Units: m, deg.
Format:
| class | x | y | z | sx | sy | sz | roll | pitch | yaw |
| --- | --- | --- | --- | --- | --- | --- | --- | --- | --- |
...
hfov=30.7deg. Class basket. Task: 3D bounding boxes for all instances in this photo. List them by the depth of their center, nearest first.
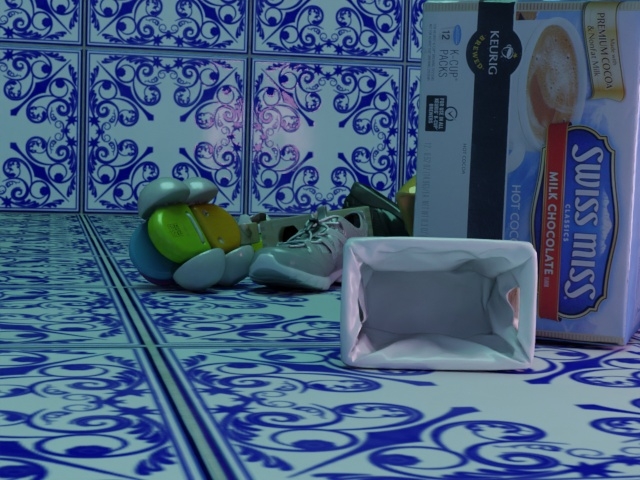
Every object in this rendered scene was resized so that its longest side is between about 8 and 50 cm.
| class | x | y | z | sx | sy | sz | roll | pitch | yaw |
| --- | --- | --- | --- | --- | --- | --- | --- | --- | --- |
| basket | 0.101 | 0.054 | 1.041 | 0.167 | 0.113 | 0.103 | 1 | 0 | 0 |

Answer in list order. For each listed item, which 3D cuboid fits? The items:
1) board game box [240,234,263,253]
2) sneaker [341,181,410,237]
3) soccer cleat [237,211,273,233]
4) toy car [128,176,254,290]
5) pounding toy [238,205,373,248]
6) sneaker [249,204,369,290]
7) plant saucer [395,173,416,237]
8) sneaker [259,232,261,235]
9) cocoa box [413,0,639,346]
| class | x | y | z | sx | sy | sz | roll | pitch | yaw |
| --- | --- | --- | --- | --- | --- | --- | --- | --- | --- |
| board game box | -0.128 | 0.014 | 2.032 | 0.092 | 0.043 | 0.181 | 1 | 4 | -21 |
| sneaker | 0.129 | -0.009 | 2.312 | 0.228 | 0.130 | 0.087 | 33 | 11 | 22 |
| soccer cleat | -0.103 | -0.018 | 2.289 | 0.068 | 0.076 | 0.196 | 3 | 4 | 25 |
| toy car | -0.191 | 0.005 | 1.595 | 0.136 | 0.159 | 0.182 | -34 | -11 | 23 |
| pounding toy | -0.050 | 0.009 | 1.863 | 0.206 | 0.094 | 0.181 | -8 | 1 | 45 |
| sneaker | -0.014 | 0.007 | 1.641 | 0.105 | 0.115 | 0.281 | 3 | 4 | 25 |
| plant saucer | 0.300 | -0.036 | 1.760 | 0.333 | 0.080 | 0.333 | 2 | -20 | 13 |
| sneaker | -0.121 | 0.005 | 2.181 | 0.040 | 0.043 | 0.109 | 7 | 8 | 36 |
| cocoa box | 0.241 | -0.076 | 1.256 | 0.228 | 0.347 | 0.231 | 4 | 4 | 21 |
